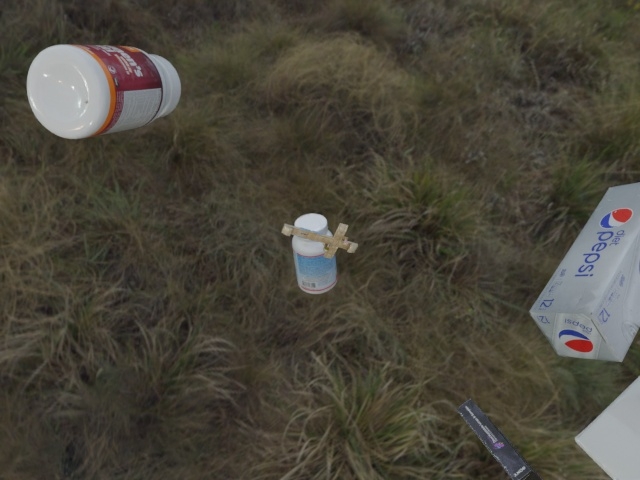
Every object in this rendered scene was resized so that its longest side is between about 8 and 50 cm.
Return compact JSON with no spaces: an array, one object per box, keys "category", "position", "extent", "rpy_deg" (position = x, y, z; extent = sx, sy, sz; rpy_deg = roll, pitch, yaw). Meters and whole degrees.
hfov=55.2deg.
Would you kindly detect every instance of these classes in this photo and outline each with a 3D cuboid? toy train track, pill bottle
[{"category":"toy train track","position":[0.000,0.000,0.647],"extent":[0.083,0.048,0.014],"rpy_deg":[16,34,-15]},{"category":"pill bottle","position":[-0.013,0.027,1.270],"extent":[0.087,0.160,0.087],"rpy_deg":[-4,38,3]},{"category":"pill bottle","position":[-0.299,-0.218,0.881],"extent":[0.121,0.121,0.221],"rpy_deg":[37,23,3]}]

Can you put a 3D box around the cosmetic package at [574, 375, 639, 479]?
[{"category":"cosmetic package","position":[0.642,0.279,1.010],"extent":[0.217,0.385,0.156],"rpy_deg":[48,11,31]}]

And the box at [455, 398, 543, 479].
[{"category":"box","position":[0.247,0.283,0.822],"extent":[0.029,0.162,0.116],"rpy_deg":[-42,51,3]}]

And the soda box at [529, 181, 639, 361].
[{"category":"soda box","position":[0.417,0.035,0.865],"extent":[0.286,0.098,0.091],"rpy_deg":[-47,110,-28]}]
